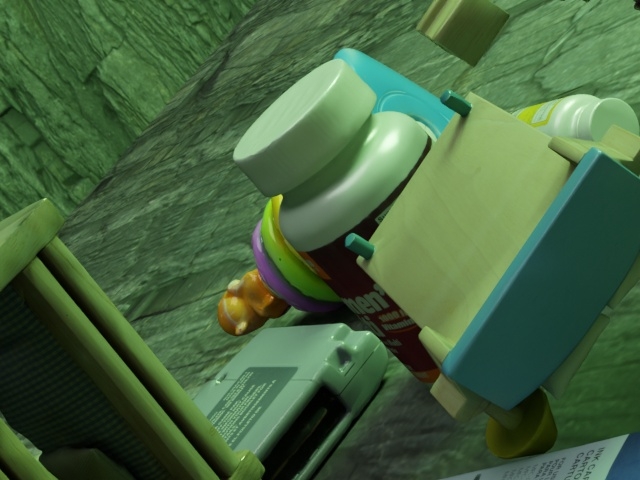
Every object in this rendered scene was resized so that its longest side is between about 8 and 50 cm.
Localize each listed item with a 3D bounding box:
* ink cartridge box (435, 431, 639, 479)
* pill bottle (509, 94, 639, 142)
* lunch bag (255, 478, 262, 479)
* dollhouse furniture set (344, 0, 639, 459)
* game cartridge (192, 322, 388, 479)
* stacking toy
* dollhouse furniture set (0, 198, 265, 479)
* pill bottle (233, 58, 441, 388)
[{"bbox_3d":[0.090,0.189,0.695,0.311,0.065,0.186,-22,27,47],"label":"ink cartridge box"},{"bbox_3d":[0.189,-0.077,1.098,0.065,0.065,0.116,-50,18,-21],"label":"pill bottle"},{"bbox_3d":[-0.035,0.270,0.470,0.169,0.235,0.287,-30,19,24],"label":"lunch bag"},{"bbox_3d":[0.160,-0.032,0.868,0.303,0.198,0.286,-57,26,4],"label":"dollhouse furniture set"},{"bbox_3d":[-0.086,0.188,1.108,0.297,0.062,0.198,-50,14,-22],"label":"game cartridge"},{"bbox_3d":[0.000,0.000,1.241,0.302,0.166,0.175,-45,23,38],"label":"stacking toy"},{"bbox_3d":[-0.146,0.097,0.509,0.184,0.129,0.129,-21,23,40],"label":"dollhouse furniture set"},{"bbox_3d":[0.049,-0.010,0.982,0.121,0.221,0.121,-39,17,14],"label":"pill bottle"}]
